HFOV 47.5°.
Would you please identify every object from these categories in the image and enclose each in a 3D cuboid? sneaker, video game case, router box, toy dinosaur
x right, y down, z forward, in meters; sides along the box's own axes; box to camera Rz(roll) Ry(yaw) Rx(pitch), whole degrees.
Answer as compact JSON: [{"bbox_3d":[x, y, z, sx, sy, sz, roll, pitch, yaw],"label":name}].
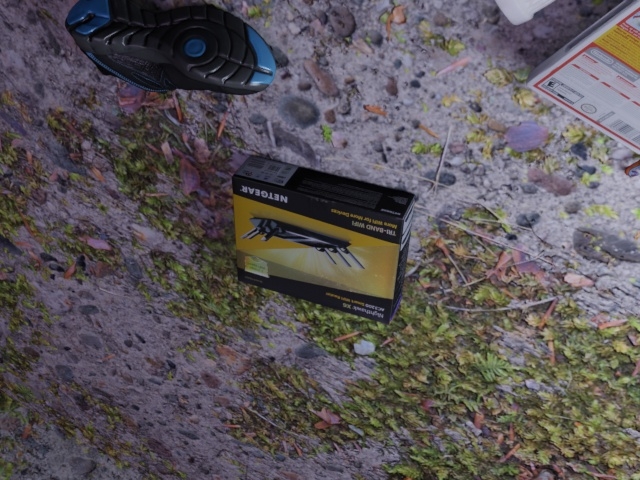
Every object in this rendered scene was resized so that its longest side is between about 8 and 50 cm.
[{"bbox_3d":[-0.229,-0.300,1.172,0.341,0.125,0.139,18,159,9],"label":"sneaker"},{"bbox_3d":[0.416,-0.212,0.864,0.204,0.025,0.285,26,154,-15],"label":"video game case"},{"bbox_3d":[0.000,0.000,1.291,0.309,0.081,0.242,15,131,16],"label":"router box"},{"bbox_3d":[0.466,-0.115,1.013,0.082,0.047,0.090,-3,91,38],"label":"toy dinosaur"}]

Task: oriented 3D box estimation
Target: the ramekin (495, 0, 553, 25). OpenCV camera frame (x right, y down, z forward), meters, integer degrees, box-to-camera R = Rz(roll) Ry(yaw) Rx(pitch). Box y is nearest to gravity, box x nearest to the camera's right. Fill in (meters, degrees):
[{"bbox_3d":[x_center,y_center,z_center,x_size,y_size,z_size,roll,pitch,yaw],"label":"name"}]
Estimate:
[{"bbox_3d":[0.229,-0.361,0.819,0.109,0.207,0.207,-22,113,28],"label":"ramekin"}]
